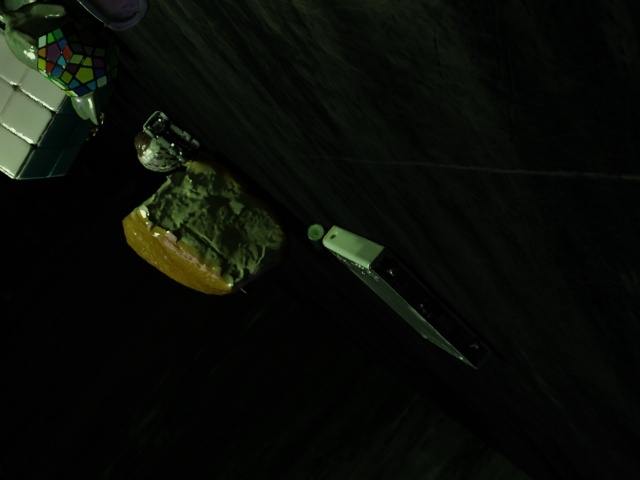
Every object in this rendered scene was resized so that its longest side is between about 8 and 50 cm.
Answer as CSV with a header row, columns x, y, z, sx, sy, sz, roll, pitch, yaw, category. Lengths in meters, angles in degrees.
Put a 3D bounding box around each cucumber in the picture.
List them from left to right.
x,y,z,sx,sy,sz,roll,pitch,yaw,category
0.000,0.000,1.761,0.032,0.032,0.133,38,174,13,cucumber

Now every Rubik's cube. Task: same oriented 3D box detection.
x,y,z,sx,sy,sz,roll,pitch,yaw,category
-0.568,-0.268,1.930,0.221,0.224,0.231,33,-170,5,Rubik's cube
-0.380,-0.289,1.583,0.112,0.133,0.133,67,164,-17,Rubik's cube

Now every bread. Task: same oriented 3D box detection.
x,y,z,sx,sy,sz,roll,pitch,yaw,category
-0.205,-0.015,1.907,0.279,0.225,0.250,43,158,-7,bread

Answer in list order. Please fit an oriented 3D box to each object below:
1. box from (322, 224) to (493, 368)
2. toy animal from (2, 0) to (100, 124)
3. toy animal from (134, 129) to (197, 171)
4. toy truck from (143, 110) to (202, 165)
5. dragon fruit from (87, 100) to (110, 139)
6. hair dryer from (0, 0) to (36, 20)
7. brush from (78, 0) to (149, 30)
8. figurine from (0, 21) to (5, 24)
x,y,z,sx,sy,sz,roll,pitch,yaw,category
0.134,0.089,1.570,0.270,0.045,0.211,43,173,-26,box
-0.435,-0.305,1.738,0.127,0.125,0.251,59,180,32,toy animal
-0.311,-0.179,2.021,0.137,0.098,0.098,24,168,18,toy animal
-0.281,-0.194,1.921,0.123,0.052,0.063,40,179,-18,toy truck
-0.569,-0.337,2.280,0.236,0.135,0.137,60,176,12,dragon fruit
-0.610,-0.480,1.788,0.236,0.073,0.131,46,172,-24,hair dryer
-0.285,-0.343,1.038,0.297,0.068,0.060,50,-170,-37,brush
-0.744,-0.503,1.943,0.332,0.185,0.204,33,160,-2,figurine
